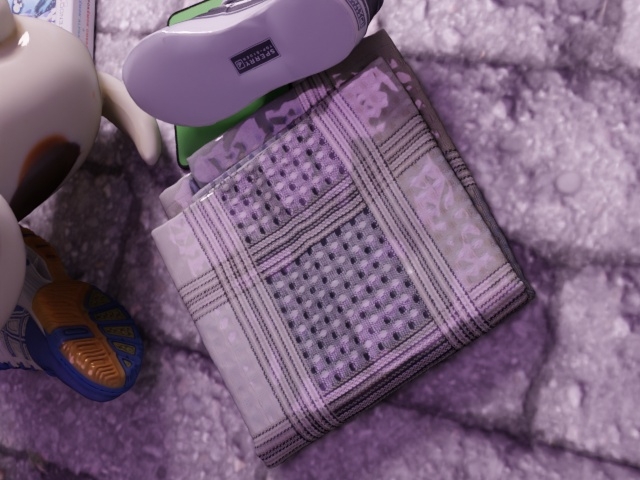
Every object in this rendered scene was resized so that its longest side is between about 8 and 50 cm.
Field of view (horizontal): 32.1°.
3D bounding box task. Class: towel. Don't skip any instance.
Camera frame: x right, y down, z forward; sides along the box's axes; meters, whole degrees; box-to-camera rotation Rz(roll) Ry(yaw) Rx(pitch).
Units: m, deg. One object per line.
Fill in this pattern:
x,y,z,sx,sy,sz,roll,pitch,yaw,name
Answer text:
0.000,0.000,1.056,0.312,0.056,0.324,-35,65,19,towel

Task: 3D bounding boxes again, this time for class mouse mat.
-0.098,-0.180,1.186,0.152,0.007,0.190,-15,71,27,mouse mat

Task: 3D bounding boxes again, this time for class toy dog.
-0.376,-0.051,1.091,0.284,0.395,0.408,-52,25,39,toy dog

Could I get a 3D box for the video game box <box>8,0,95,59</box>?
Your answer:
-0.360,-0.255,1.332,0.205,0.048,0.187,-8,73,28,video game box

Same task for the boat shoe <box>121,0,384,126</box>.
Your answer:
-0.069,-0.201,1.114,0.301,0.102,0.108,-17,112,37,boat shoe

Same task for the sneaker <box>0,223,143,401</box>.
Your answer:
-0.298,0.099,1.194,0.296,0.112,0.131,39,110,38,sneaker
